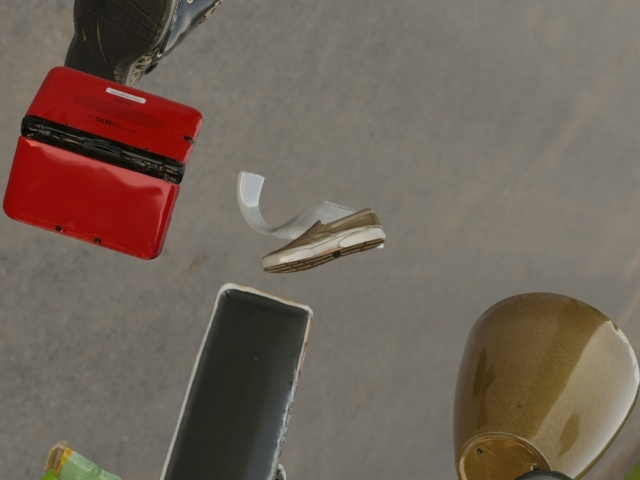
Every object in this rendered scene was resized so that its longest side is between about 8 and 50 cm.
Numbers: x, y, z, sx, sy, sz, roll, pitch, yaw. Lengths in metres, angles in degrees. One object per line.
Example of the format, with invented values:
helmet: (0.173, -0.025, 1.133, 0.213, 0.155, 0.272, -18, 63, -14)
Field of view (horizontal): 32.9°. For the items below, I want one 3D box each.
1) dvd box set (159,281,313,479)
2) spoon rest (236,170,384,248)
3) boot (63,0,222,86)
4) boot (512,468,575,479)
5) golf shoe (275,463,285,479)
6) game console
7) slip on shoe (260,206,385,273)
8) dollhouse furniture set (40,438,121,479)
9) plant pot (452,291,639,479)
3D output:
dvd box set: (-0.097, 0.256, 0.714, 0.420, 0.062, 0.308, 110, -5, -58)
spoon rest: (-0.023, -0.029, 1.619, 0.137, 0.276, 0.084, 11, 99, -49)
boot: (-0.243, -0.375, 1.651, 0.284, 0.138, 0.377, -54, 180, -36)
boot: (0.253, 0.336, 0.997, 0.083, 0.247, 0.161, -38, 175, 21)
golf shoe: (-0.083, 0.323, 1.302, 0.120, 0.105, 0.273, -21, 158, 6)
game console: (-0.191, -0.070, 0.961, 0.085, 0.144, 0.124, 113, -8, -46)
slip on shoe: (0.000, 0.000, 1.152, 0.135, 0.041, 0.051, -17, 164, -1)
dollhouse furniture set: (-0.258, 0.267, 1.086, 0.058, 0.076, 0.152, -51, 174, -40)
plant pot: (0.259, 0.225, 1.359, 0.254, 0.237, 0.237, -44, 152, -56)
